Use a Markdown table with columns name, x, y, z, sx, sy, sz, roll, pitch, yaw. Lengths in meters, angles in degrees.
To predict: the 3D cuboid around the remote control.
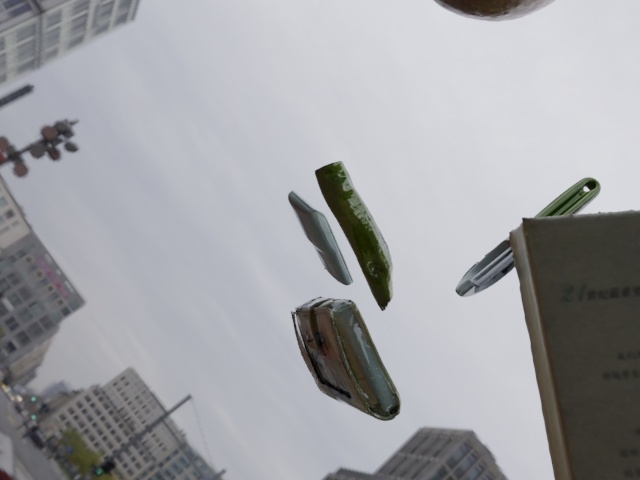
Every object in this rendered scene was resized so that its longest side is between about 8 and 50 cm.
| name | x | y | z | sx | sy | sz | roll | pitch | yaw |
| --- | --- | --- | --- | --- | --- | --- | --- | --- | --- |
| remote control | 0.000 | 0.000 | 0.993 | 0.061 | 0.029 | 0.162 | 44 | -15 | 44 |

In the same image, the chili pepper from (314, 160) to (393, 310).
| name | x | y | z | sx | sy | sz | roll | pitch | yaw |
| --- | --- | --- | --- | --- | --- | --- | --- | --- | --- |
| chili pepper | 0.051 | -0.002 | 0.884 | 0.050 | 0.052 | 0.201 | -15 | -73 | 36 |

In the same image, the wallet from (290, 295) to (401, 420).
| name | x | y | z | sx | sy | sz | roll | pitch | yaw |
| --- | --- | --- | --- | --- | --- | --- | --- | --- | --- |
| wallet | 0.015 | 0.106 | 0.676 | 0.110 | 0.039 | 0.155 | 65 | -16 | -1 |

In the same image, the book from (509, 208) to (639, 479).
| name | x | y | z | sx | sy | sz | roll | pitch | yaw |
| --- | --- | --- | --- | --- | --- | --- | --- | --- | --- |
| book | 0.200 | 0.114 | 0.277 | 0.025 | 0.215 | 0.282 | 85 | 3 | -67 |

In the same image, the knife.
| name | x | y | z | sx | sy | sz | roll | pitch | yaw |
| --- | --- | --- | --- | --- | --- | --- | --- | --- | --- |
| knife | 0.157 | -0.003 | 0.548 | 0.022 | 0.184 | 0.026 | 53 | -30 | 6 |

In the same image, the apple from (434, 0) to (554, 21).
| name | x | y | z | sx | sy | sz | roll | pitch | yaw |
| --- | --- | --- | --- | --- | --- | --- | --- | --- | --- |
| apple | 0.243 | -0.456 | 0.974 | 0.278 | 0.250 | 0.309 | -6 | -97 | 21 |
